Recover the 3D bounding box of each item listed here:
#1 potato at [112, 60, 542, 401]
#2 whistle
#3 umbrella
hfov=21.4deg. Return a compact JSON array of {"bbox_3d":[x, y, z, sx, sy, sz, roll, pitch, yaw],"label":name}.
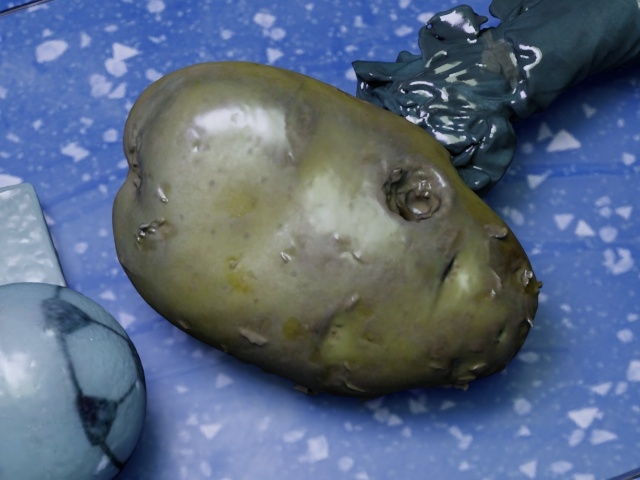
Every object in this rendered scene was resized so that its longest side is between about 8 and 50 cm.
[{"bbox_3d":[0.000,0.000,1.108,0.296,0.141,0.191,27,100,5],"label":"potato"},{"bbox_3d":[-0.199,0.071,1.087,0.164,0.163,0.289,-21,66,-6],"label":"whistle"},{"bbox_3d":[0.192,-0.152,1.201,0.349,0.094,0.143,-32,62,-13],"label":"umbrella"}]
